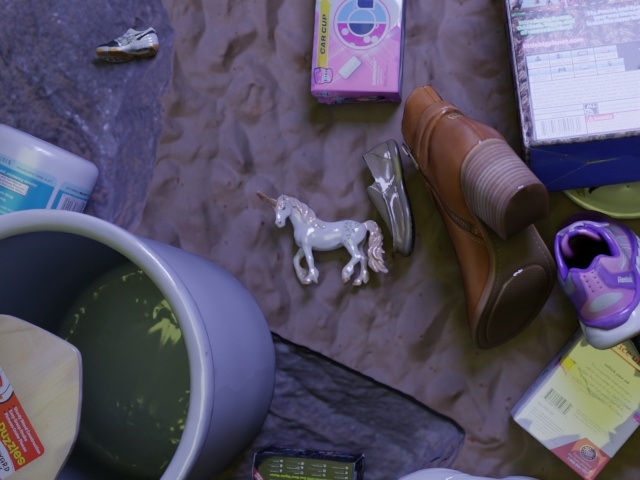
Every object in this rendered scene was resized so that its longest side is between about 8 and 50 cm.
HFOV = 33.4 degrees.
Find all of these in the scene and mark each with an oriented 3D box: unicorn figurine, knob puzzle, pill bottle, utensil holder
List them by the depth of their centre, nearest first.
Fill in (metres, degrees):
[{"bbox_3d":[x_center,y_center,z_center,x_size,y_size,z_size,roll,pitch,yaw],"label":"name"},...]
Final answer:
[{"bbox_3d":[-0.295,0.152,0.965,0.213,0.030,0.213,-1,85,9],"label":"knob puzzle"},{"bbox_3d":[-0.234,0.147,1.166,0.327,0.385,0.328,-1,86,8],"label":"utensil holder"},{"bbox_3d":[0.000,0.000,1.312,0.161,0.060,0.111,1,85,-7],"label":"unicorn figurine"},{"bbox_3d":[-0.391,0.000,1.322,0.146,0.146,0.264,24,89,10],"label":"pill bottle"}]

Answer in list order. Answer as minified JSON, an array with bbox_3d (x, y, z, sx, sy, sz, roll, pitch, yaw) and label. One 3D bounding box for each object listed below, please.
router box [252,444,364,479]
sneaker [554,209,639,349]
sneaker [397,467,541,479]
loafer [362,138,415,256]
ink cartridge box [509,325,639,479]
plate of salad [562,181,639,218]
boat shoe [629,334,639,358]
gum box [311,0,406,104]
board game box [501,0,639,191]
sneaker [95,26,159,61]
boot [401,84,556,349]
[{"bbox_3d":[-0.013,0.272,1.270,0.122,0.092,0.038,4,87,10],"label":"router box"},{"bbox_3d":[0.298,0.014,1.171,0.095,0.236,0.104,-32,110,19],"label":"sneaker"},{"bbox_3d":[0.168,0.308,1.238,0.212,0.094,0.080,-6,86,9],"label":"sneaker"},{"bbox_3d":[0.084,-0.049,1.301,0.050,0.056,0.148,-11,74,9],"label":"loafer"},{"bbox_3d":[0.327,0.164,1.237,0.115,0.067,0.198,40,93,6],"label":"ink cartridge box"},{"bbox_3d":[0.364,-0.126,1.264,0.199,0.048,0.200,-1,86,9],"label":"plate of salad"},{"bbox_3d":[0.413,0.157,1.156,0.084,0.079,0.233,-35,85,-2],"label":"boat shoe"},{"bbox_3d":[0.050,-0.259,1.315,0.107,0.062,0.189,2,86,9],"label":"gum box"},{"bbox_3d":[0.328,-0.222,1.198,0.232,0.141,0.291,-6,71,9],"label":"board game box"},{"bbox_3d":[-0.250,-0.256,1.382,0.083,0.032,0.037,-7,71,3],"label":"sneaker"},{"bbox_3d":[0.166,-0.025,1.245,0.109,0.283,0.220,-26,47,-13],"label":"boot"}]
